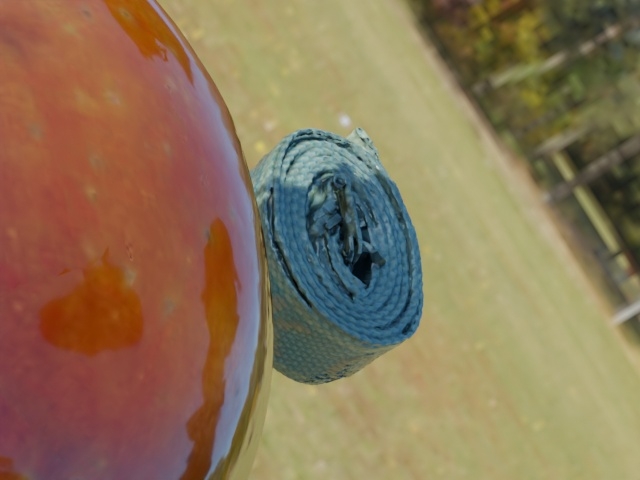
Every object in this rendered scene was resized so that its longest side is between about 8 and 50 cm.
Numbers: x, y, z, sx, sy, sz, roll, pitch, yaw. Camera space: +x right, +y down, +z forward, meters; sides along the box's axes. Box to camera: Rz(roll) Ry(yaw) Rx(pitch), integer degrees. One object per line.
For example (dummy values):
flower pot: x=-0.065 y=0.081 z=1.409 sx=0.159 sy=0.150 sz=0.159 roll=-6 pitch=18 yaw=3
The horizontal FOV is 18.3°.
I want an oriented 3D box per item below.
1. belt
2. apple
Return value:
belt: x=0.001 y=0.007 z=1.301 sx=0.147 sy=0.082 sz=0.163 roll=-5 pitch=63 yaw=-48
apple: x=-0.124 y=0.005 z=0.444 sx=0.230 sy=0.230 sz=0.230 roll=56 pitch=7 yaw=-11
